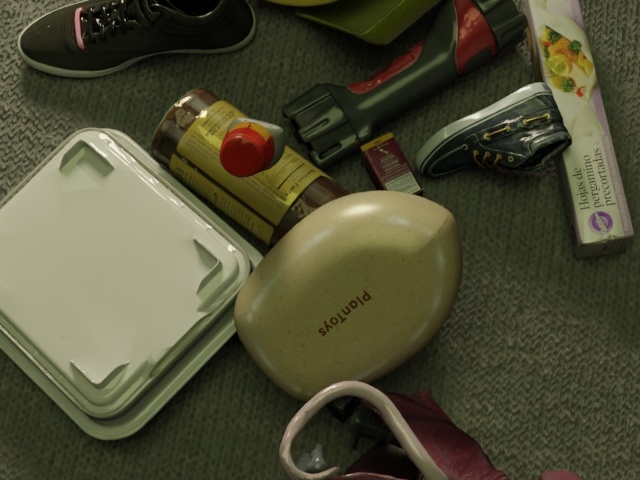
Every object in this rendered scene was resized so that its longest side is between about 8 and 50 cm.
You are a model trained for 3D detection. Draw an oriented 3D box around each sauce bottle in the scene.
[{"bbox_3d":[-0.036,-0.040,1.742,0.344,0.111,0.111,38,77,11],"label":"sauce bottle"}]

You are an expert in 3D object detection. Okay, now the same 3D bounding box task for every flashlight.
[{"bbox_3d":[0.097,-0.208,1.800,0.304,0.103,0.103,-31,107,-3],"label":"flashlight"}]

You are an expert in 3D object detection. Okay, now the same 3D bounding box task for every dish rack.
[{"bbox_3d":[-0.254,0.031,1.717,0.333,0.072,0.285,40,79,23],"label":"dish rack"}]

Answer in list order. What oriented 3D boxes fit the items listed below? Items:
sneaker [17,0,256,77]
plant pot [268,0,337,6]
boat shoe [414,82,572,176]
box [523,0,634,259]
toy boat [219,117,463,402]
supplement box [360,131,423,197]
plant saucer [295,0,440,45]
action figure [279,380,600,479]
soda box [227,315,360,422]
[{"bbox_3d":[-0.230,-0.275,1.805,0.295,0.147,0.105,-7,74,1],"label":"sneaker"},{"bbox_3d":[-0.020,-0.453,1.809,0.254,0.254,0.239,13,52,6],"label":"plant pot"},{"bbox_3d":[0.199,-0.105,1.749,0.183,0.065,0.083,-30,63,17],"label":"boat shoe"},{"bbox_3d":[0.302,-0.142,1.783,0.063,0.067,0.324,-9,73,0],"label":"box"},{"bbox_3d":[0.000,0.000,1.621,0.267,0.148,0.318,-35,96,10],"label":"toy boat"},{"bbox_3d":[0.084,-0.077,1.776,0.043,0.055,0.083,-26,74,-6],"label":"supplement box"},{"bbox_3d":[0.086,-0.301,1.811,0.188,0.188,0.045,-40,120,-10],"label":"plant saucer"},{"bbox_3d":[0.172,0.275,1.561,0.370,0.276,0.248,29,69,25],"label":"action figure"},{"bbox_3d":[-0.024,0.132,1.711,0.169,0.060,0.053,37,76,14],"label":"soda box"}]
